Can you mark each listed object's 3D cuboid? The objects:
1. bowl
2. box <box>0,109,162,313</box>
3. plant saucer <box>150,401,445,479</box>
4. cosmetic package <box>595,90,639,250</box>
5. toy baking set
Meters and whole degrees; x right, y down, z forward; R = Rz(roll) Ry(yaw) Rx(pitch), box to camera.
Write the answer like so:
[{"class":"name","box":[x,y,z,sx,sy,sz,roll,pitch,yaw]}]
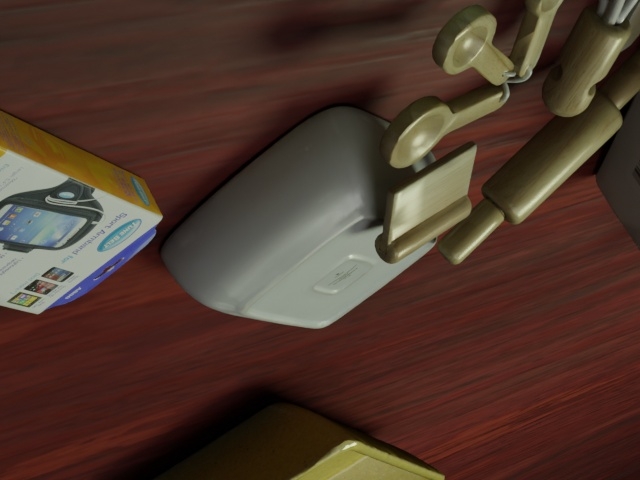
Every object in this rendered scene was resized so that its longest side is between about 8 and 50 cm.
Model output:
[{"class":"bowl","box":[0.000,0.000,0.576,0.142,0.053,0.142,-37,154,19]},{"class":"box","box":[-0.129,-0.008,0.449,0.081,0.028,0.136,-36,157,12]},{"class":"plant saucer","box":[-0.077,0.253,0.943,0.333,0.081,0.333,-34,155,7]},{"class":"cosmetic package","box":[0.429,-0.115,0.667,0.453,0.161,0.230,-25,160,-7]},{"class":"toy baking set","box":[0.123,-0.084,0.507,0.256,0.030,0.197,-42,157,-6]}]
